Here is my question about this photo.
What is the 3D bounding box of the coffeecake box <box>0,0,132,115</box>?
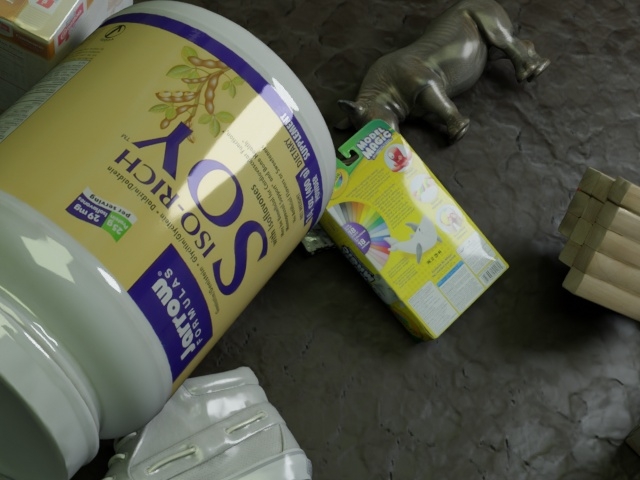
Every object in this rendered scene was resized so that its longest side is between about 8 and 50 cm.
[{"bbox_3d":[-0.222,-0.185,1.085,0.068,0.185,0.142,27,64,3],"label":"coffeecake box"}]

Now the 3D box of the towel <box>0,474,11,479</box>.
[{"bbox_3d":[-0.356,0.120,0.957,0.209,0.034,0.285,-16,66,-49],"label":"towel"}]

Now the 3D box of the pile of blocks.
[{"bbox_3d":[0.361,-0.009,1.161,0.362,0.149,0.112,-5,23,-21],"label":"pile of blocks"}]

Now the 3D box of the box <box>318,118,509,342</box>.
[{"bbox_3d":[0.069,-0.010,1.105,0.105,0.043,0.179,-41,96,-22],"label":"box"}]

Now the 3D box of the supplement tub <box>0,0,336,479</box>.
[{"bbox_3d":[-0.167,-0.002,0.962,0.241,0.241,0.331,34,58,7],"label":"supplement tub"}]

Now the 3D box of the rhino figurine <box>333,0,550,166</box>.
[{"bbox_3d":[0.100,-0.140,1.182,0.243,0.073,0.106,-38,81,-15],"label":"rhino figurine"}]

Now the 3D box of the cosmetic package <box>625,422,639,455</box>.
[{"bbox_3d":[0.430,0.215,1.048,0.160,0.113,0.309,-38,77,-23],"label":"cosmetic package"}]

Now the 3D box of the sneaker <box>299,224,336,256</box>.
[{"bbox_3d":[0.000,0.000,1.126,0.083,0.032,0.037,15,77,3],"label":"sneaker"}]

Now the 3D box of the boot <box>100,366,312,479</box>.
[{"bbox_3d":[-0.142,0.190,0.986,0.258,0.095,0.123,-19,64,-26],"label":"boot"}]
